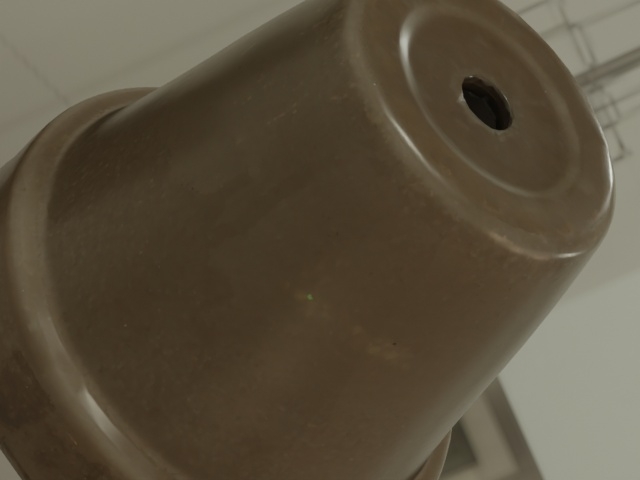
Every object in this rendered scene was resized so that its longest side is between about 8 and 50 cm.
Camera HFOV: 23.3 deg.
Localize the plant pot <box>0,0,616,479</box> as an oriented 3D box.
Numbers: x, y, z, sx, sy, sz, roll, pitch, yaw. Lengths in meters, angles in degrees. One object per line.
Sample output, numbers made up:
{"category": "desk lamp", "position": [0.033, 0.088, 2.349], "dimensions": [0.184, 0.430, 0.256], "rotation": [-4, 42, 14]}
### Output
{"category": "plant pot", "position": [0.000, 0.000, 0.699], "dimensions": [0.263, 0.229, 0.263], "rotation": [24, 45, -27]}
